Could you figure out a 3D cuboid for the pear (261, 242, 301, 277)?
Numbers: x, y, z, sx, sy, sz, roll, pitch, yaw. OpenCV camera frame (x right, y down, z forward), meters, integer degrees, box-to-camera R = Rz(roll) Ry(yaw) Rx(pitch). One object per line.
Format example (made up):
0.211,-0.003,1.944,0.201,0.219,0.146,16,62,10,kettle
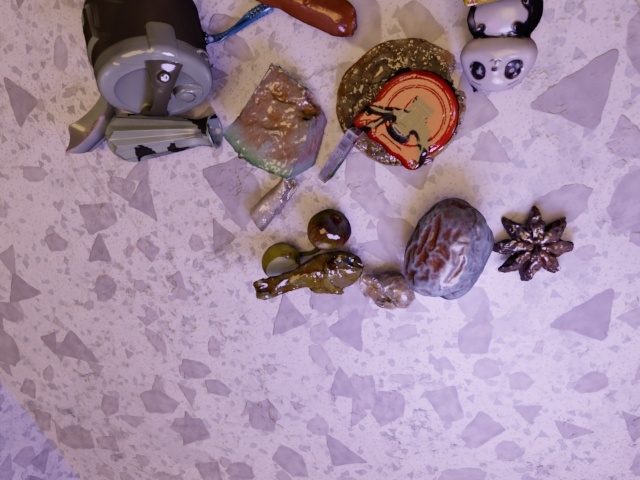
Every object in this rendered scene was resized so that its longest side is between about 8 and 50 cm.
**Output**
-0.136,0.066,1.418,0.141,0.103,0.140,-3,136,-3,pear

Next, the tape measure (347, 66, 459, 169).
0.246,-0.343,1.115,0.253,0.114,0.260,40,116,-1,tape measure

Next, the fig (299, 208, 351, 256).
0.000,0.000,1.367,0.149,0.149,0.245,37,134,-1,fig

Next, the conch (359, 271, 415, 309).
0.220,0.171,1.350,0.208,0.130,0.155,16,115,-12,conch

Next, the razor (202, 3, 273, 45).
-0.260,-0.665,1.244,0.254,0.042,0.081,-20,69,16,razor

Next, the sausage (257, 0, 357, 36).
-0.052,-0.687,1.155,0.349,0.097,0.094,26,154,2,sausage

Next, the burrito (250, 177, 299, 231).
-0.160,-0.134,1.381,0.087,0.060,0.226,42,112,-8,burrito

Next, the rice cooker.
-0.489,-0.532,1.157,0.336,0.335,0.324,-17,81,17,rice cooker

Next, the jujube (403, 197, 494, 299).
0.377,0.024,1.210,0.216,0.246,0.307,15,97,-11,jujube

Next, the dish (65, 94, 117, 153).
-0.792,-0.395,1.413,0.213,0.077,0.151,-32,53,20,dish

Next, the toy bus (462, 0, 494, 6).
0.403,-0.723,0.944,0.145,0.151,0.330,-2,70,21,toy bus

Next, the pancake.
0.243,-0.398,1.197,0.383,0.071,0.381,6,112,14,pancake

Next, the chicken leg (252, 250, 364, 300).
-0.035,0.125,1.362,0.362,0.211,0.140,-15,61,-3,chicken leg

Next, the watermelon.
-0.118,-0.349,1.272,0.264,0.151,0.301,33,94,4,watermelon

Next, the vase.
-0.519,-0.353,1.352,0.361,0.165,0.164,-2,107,9,vase

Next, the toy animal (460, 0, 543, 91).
0.471,-0.513,1.058,0.187,0.165,0.234,12,111,25,toy animal

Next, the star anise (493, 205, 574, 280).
0.648,0.025,1.228,0.224,0.109,0.235,20,109,1,star anise

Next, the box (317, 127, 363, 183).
0.058,-0.267,1.261,0.041,0.050,0.207,39,131,2,box
